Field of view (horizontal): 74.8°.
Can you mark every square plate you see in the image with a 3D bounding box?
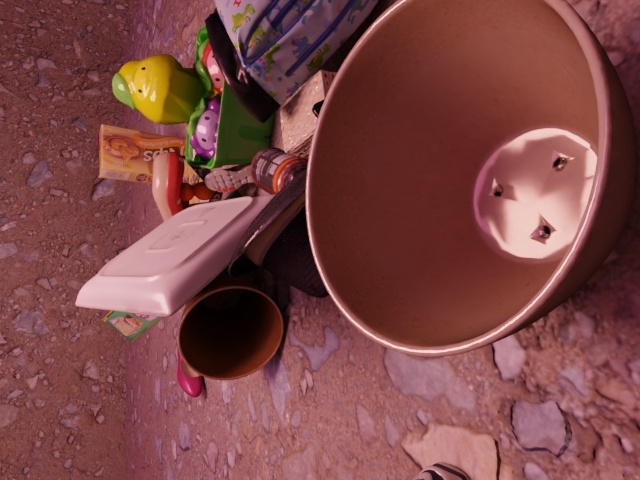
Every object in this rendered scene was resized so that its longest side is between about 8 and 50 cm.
[{"bbox_3d":[-0.271,0.008,0.816,0.347,0.344,0.049,-3,123,39],"label":"square plate"}]

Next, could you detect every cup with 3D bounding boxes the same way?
[{"bbox_3d":[0.171,-0.059,0.445,0.331,0.237,0.331,-7,82,56],"label":"cup"}]

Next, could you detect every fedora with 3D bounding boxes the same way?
[{"bbox_3d":[0.000,0.000,0.709,0.152,0.334,0.334,46,132,6],"label":"fedora"}]

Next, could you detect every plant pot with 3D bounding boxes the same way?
[{"bbox_3d":[-0.236,0.177,1.058,0.254,0.237,0.237,-137,57,-65],"label":"plant pot"}]

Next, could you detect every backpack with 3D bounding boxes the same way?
[{"bbox_3d":[-0.049,-0.449,0.772,0.355,0.273,0.290,-27,54,10],"label":"backpack"}]

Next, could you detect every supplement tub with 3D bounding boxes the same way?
[{"bbox_3d":[-0.070,-0.136,0.913,0.198,0.106,0.106,35,116,51],"label":"supplement tub"}]

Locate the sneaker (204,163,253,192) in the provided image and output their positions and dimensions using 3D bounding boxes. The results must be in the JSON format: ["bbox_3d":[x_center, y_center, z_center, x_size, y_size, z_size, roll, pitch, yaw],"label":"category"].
[{"bbox_3d":[-0.231,-0.171,1.123,0.065,0.158,0.061,-128,29,-64],"label":"sneaker"}]

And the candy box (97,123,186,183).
[{"bbox_3d":[-0.674,-0.319,1.612,0.087,0.316,0.183,-30,63,49],"label":"candy box"}]

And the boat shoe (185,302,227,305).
[{"bbox_3d":[-0.396,0.206,1.334,0.340,0.127,0.158,13,92,55],"label":"boat shoe"}]

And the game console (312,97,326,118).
[{"bbox_3d":[0.082,-0.213,0.653,0.124,0.144,0.085,49,148,8],"label":"game console"}]

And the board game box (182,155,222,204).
[{"bbox_3d":[-0.435,-0.163,1.449,0.243,0.042,0.165,45,121,33],"label":"board game box"}]

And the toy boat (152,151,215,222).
[{"bbox_3d":[-0.361,-0.133,1.131,0.231,0.151,0.151,91,165,-52],"label":"toy boat"}]

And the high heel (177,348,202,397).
[{"bbox_3d":[-0.443,0.413,1.442,0.117,0.082,0.244,-66,32,24],"label":"high heel"}]

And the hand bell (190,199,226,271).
[{"bbox_3d":[-0.320,0.000,1.289,0.126,0.126,0.242,8,106,55],"label":"hand bell"}]

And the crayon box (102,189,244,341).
[{"bbox_3d":[-0.356,0.064,1.093,0.363,0.106,0.313,-35,16,32],"label":"crayon box"}]

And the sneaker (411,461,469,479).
[{"bbox_3d":[0.131,0.427,0.538,0.094,0.153,0.235,-4,84,57],"label":"sneaker"}]

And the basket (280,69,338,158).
[{"bbox_3d":[0.004,-0.239,0.816,0.167,0.103,0.113,-23,70,51],"label":"basket"}]

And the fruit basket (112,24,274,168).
[{"bbox_3d":[-0.318,-0.374,1.066,0.283,0.392,0.392,20,104,54],"label":"fruit basket"}]
